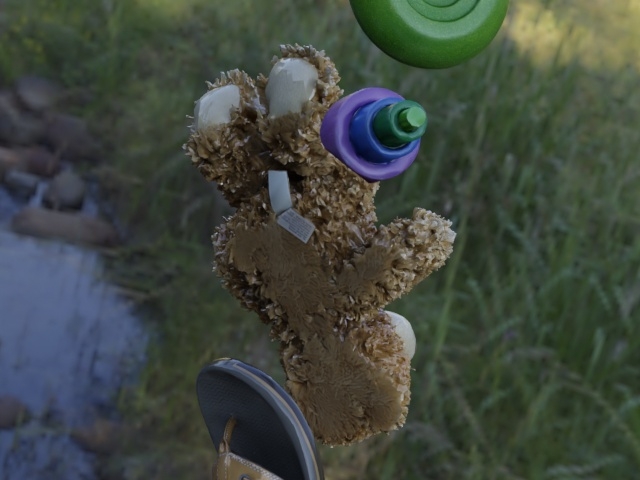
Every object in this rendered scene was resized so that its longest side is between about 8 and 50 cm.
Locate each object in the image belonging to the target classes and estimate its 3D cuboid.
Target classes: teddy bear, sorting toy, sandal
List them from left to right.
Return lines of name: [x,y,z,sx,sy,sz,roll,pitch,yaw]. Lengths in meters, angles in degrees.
sandal: [-0.042,0.186,1.107,0.090,0.219,0.060,-17,-5,44]
teddy bear: [0.000,0.000,1.376,0.338,0.245,0.113,58,34,7]
sorting toy: [0.106,-0.214,1.143,0.127,0.365,0.126,26,-12,-16]
